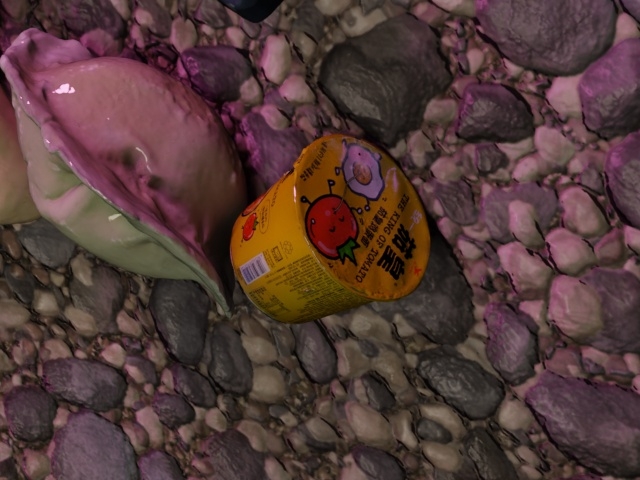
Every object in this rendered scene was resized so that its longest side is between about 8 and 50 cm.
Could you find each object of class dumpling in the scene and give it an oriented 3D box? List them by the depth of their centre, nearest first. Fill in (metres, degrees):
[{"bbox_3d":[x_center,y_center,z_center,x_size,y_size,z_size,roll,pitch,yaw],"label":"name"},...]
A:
[{"bbox_3d":[-0.202,-0.088,1.536,0.320,0.212,0.270,22,158,6],"label":"dumpling"}]

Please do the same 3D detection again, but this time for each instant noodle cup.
[{"bbox_3d":[0.000,0.000,1.488,0.144,0.182,0.182,-28,98,43],"label":"instant noodle cup"}]

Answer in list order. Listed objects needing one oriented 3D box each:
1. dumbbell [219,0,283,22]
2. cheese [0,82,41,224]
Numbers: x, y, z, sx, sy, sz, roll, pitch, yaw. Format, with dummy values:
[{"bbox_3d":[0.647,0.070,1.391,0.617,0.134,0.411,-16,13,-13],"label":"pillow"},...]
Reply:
[{"bbox_3d":[-0.151,-0.353,1.409,0.316,0.156,0.144,35,95,8],"label":"dumbbell"},{"bbox_3d":[-0.450,-0.196,1.647,0.351,0.129,0.328,17,116,15],"label":"cheese"}]
